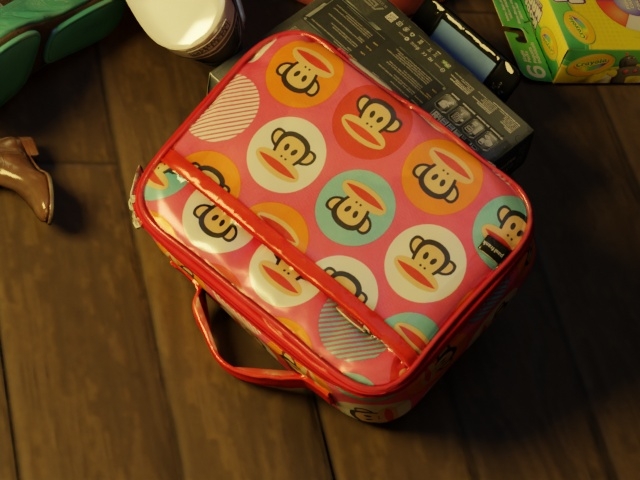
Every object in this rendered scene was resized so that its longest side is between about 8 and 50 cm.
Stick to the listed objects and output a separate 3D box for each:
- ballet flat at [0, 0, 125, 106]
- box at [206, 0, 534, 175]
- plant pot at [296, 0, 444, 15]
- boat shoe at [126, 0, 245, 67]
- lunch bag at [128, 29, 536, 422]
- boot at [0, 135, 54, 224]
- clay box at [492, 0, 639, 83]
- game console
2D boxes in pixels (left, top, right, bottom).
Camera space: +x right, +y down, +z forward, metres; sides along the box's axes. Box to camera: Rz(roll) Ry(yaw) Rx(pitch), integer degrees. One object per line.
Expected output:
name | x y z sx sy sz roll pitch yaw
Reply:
ballet flat | -0.266 -0.177 1.701 0.087 0.083 0.247 31 37 13
box | 0.042 -0.107 1.746 0.183 0.059 0.233 -38 69 -26
plant pot | 0.053 -0.386 1.884 0.275 0.243 0.275 9 50 -11
boat shoe | -0.154 -0.283 1.776 0.108 0.102 0.301 -36 71 9
lunch bag | 0.000 0.000 1.596 0.293 0.120 0.258 38 79 17
boot | -0.281 -0.047 1.621 0.114 0.037 0.106 -3 39 -25
clay box | 0.288 -0.215 1.945 0.222 0.053 0.127 -1 51 -21
game console | 0.102 -0.147 1.816 0.122 0.107 0.071 43 23 18
